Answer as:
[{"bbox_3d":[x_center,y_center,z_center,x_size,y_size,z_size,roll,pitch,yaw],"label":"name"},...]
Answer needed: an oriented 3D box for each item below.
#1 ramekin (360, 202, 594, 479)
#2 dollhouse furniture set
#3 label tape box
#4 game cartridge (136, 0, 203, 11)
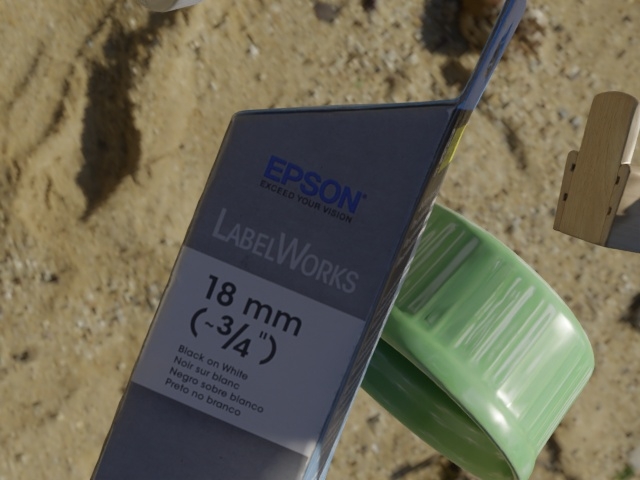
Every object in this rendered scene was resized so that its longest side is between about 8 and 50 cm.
[{"bbox_3d":[0.127,0.096,1.361,0.148,0.303,0.303,-48,137,-13],"label":"ramekin"},{"bbox_3d":[0.409,-0.054,1.085,0.303,0.286,0.198,9,99,-30],"label":"dollhouse furniture set"},{"bbox_3d":[0.000,0.000,0.745,0.106,0.240,0.333,23,98,5],"label":"label tape box"},{"bbox_3d":[-0.112,-0.257,0.917,0.060,0.294,0.196,-17,95,-14],"label":"game cartridge"}]
